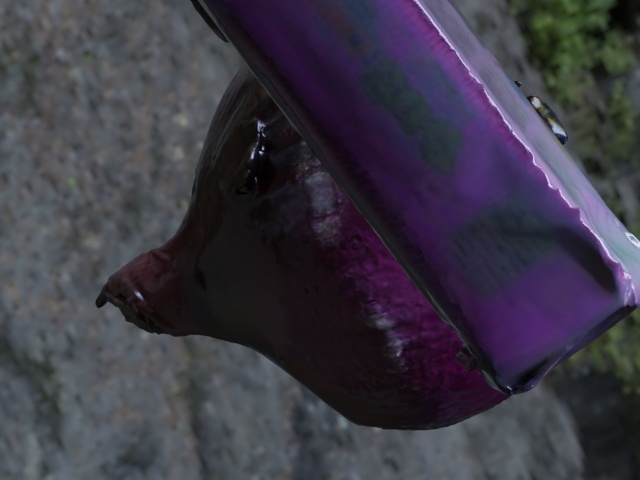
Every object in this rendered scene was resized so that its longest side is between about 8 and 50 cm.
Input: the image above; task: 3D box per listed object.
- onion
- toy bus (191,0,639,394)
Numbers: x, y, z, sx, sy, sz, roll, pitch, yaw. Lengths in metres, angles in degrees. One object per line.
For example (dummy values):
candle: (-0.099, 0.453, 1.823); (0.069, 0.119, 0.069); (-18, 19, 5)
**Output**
onion: (0.000, 0.000, 1.493); (0.348, 0.385, 0.347); (-20, 90, -79)
toy bus: (0.021, -0.063, 0.715); (0.274, 0.090, 0.112); (52, 9, -5)
